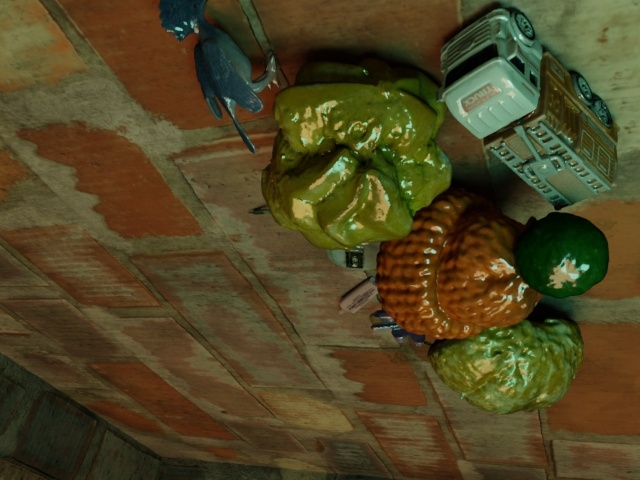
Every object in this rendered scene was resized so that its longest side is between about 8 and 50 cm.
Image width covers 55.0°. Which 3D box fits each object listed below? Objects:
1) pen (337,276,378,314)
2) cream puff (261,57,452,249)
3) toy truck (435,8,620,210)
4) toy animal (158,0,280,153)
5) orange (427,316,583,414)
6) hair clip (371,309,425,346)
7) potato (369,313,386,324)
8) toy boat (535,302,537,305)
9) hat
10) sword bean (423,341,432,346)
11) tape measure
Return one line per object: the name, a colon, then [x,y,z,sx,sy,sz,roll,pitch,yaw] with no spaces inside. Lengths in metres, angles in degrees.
pen: [0.093,0.148,1.564,0.053,0.032,0.197,23,143,-16]
cream puff: [0.040,-0.132,0.979,0.324,0.274,0.269,-3,152,16]
toy truck: [0.310,-0.181,0.912,0.305,0.162,0.136,33,141,-26]
toy animal: [-0.157,-0.263,0.966,0.177,0.255,0.239,-5,-170,-15]
orange: [0.438,0.279,1.390,0.369,0.210,0.271,1,151,-21]
hair clip: [0.264,0.197,1.502,0.279,0.137,0.090,-16,123,23]
potato: [0.164,0.213,1.627,0.093,0.036,0.037,-14,141,34]
toy boat: [0.387,0.068,1.334,0.227,0.085,0.155,42,128,-20]
hat: [0.309,0.053,1.071,0.400,0.285,0.285,10,153,47]
sword bean: [0.323,0.300,1.724,0.083,0.012,0.012,20,145,-13]
tape measure: [0.000,0.000,1.338,0.331,0.084,0.164,3,140,11]
